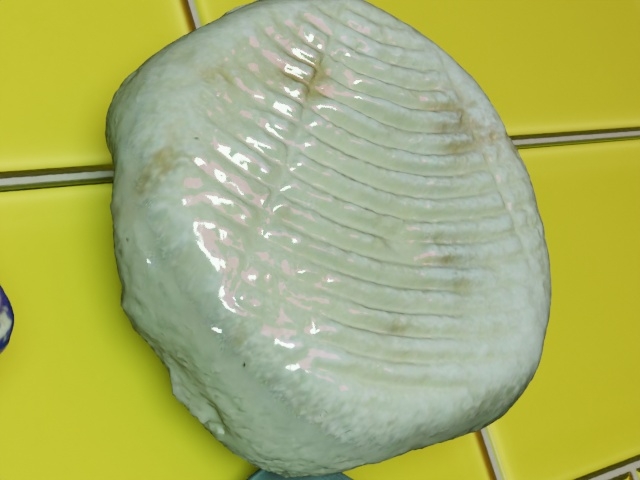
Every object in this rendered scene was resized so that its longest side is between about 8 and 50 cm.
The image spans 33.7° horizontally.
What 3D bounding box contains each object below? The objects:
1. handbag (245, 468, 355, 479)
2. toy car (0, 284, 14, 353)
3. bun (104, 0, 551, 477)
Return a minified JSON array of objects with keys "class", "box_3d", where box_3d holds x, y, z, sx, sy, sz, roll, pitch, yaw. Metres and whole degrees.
[{"class":"handbag","box_3d":[-0.022,0.242,0.652,0.229,0.179,0.062,-35,136,-40]},{"class":"toy car","box_3d":[-0.287,0.026,0.572,0.235,0.172,0.158,52,34,-2]},{"class":"bun","box_3d":[0.000,-0.006,0.756,0.354,0.194,0.354,13,65,-29]}]
